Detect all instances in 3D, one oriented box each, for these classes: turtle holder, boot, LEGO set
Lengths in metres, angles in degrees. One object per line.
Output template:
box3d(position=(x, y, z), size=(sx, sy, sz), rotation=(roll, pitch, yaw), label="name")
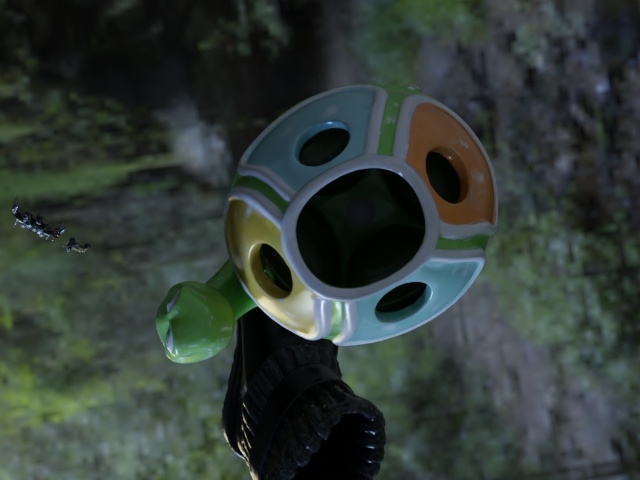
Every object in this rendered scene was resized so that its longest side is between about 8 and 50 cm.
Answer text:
box3d(position=(0.005, -0.019, 1.651), size=(0.227, 0.320, 0.243), rotation=(-78, -16, -83), label="turtle holder")
box3d(position=(-0.013, 0.126, 1.921), size=(0.260, 0.131, 0.348), rotation=(-135, 48, -71), label="boot")
box3d(position=(-0.234, -0.008, 1.519), size=(0.083, 0.054, 0.023), rotation=(41, 103, 42), label="LEGO set")
